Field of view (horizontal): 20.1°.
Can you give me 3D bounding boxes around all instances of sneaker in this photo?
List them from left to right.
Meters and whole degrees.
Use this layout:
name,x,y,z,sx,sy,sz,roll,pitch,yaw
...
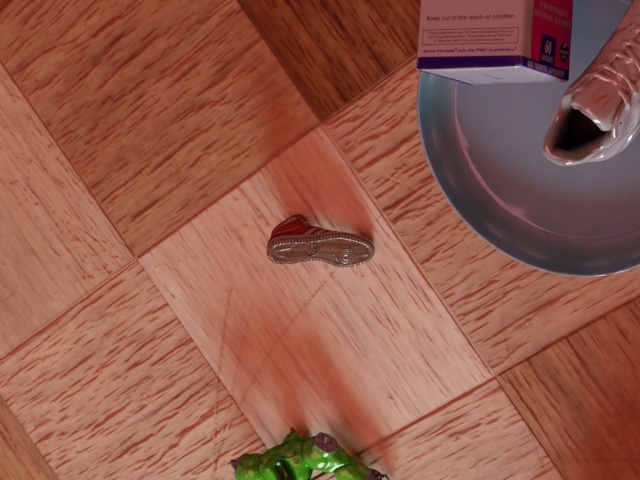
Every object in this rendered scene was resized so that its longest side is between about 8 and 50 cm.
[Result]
name,x,y,z,sx,sy,sz,roll,pitch,yaw
sneaker,0.000,0.000,1.995,0.118,0.067,0.042,1,112,-1
sneaker,0.282,-0.147,1.651,0.090,0.115,0.232,38,125,12

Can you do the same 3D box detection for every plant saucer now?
name,x,y,z,sx,sy,sz,roll,pitch,yaw
plant saucer,0.245,-0.119,1.786,0.317,0.043,0.318,13,117,26

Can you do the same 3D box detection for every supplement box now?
name,x,y,z,sx,sy,sz,roll,pitch,yaw
supplement box,0.167,-0.262,1.681,0.114,0.111,0.220,1,88,32

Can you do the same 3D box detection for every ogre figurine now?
name,x,y,z,sx,sy,sz,roll,pitch,yaw
ogre figurine,-0.020,0.284,2.093,0.197,0.097,0.118,-9,118,46
